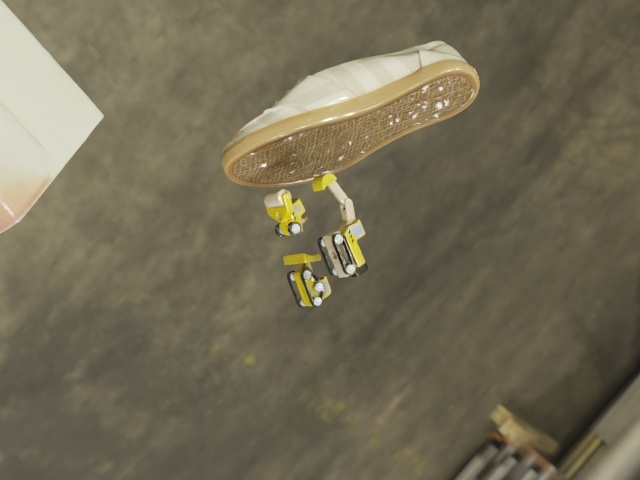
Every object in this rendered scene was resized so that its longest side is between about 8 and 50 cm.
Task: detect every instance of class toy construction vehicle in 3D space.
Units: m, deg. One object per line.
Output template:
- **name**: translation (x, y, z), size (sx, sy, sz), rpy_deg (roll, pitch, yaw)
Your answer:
- **toy construction vehicle**: translation (0.000, 0.000, 1.006), size (0.035, 0.098, 0.086), rpy_deg (-26, -172, -34)

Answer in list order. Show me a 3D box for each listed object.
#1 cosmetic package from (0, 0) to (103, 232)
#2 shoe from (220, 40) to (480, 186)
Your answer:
- **cosmetic package**: translation (-0.309, -0.130, 0.850), size (0.153, 0.296, 0.129), rpy_deg (-26, -155, 38)
- **shoe**: translation (0.020, -0.105, 1.061), size (0.219, 0.058, 0.076), rpy_deg (-21, 145, -2)
